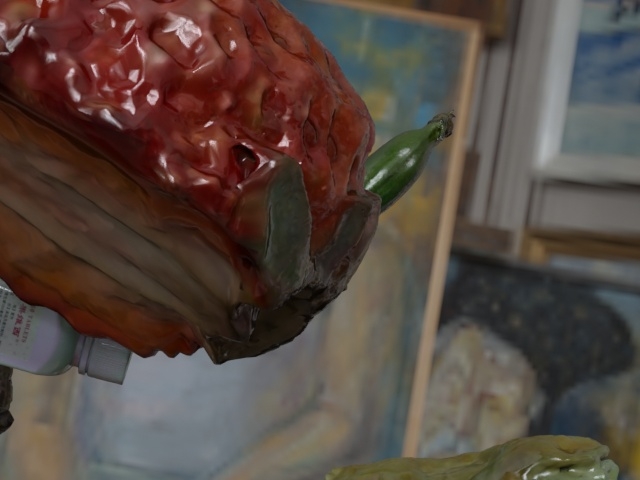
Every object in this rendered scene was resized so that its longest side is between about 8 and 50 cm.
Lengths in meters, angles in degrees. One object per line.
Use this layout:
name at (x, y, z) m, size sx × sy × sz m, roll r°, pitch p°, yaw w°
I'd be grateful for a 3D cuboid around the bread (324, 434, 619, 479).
bread at (0.094, 0.257, 1.350) m, size 0.252 × 0.238 × 0.196 m, roll -2°, pitch -2°, yaw 27°

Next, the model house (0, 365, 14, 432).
model house at (-0.374, 0.066, 1.544) m, size 0.282 × 0.297 × 0.317 m, roll 54°, pitch -23°, yaw -7°

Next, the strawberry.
strawberry at (-0.123, -0.077, 0.962) m, size 0.336 × 0.149 × 0.265 m, roll 30°, pitch -23°, yaw 6°

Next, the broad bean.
broad bean at (0.000, 0.000, 1.590) m, size 0.049 × 0.292 × 0.144 m, roll 48°, pitch 19°, yaw 1°

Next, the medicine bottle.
medicine bottle at (-0.165, 0.045, 1.116) m, size 0.118 × 0.055 × 0.074 m, roll 17°, pitch 10°, yaw -2°
